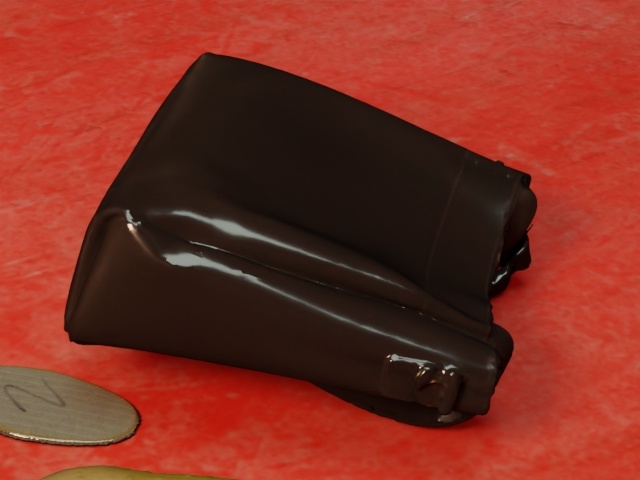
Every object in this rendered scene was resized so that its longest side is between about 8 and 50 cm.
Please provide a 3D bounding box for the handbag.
[{"bbox_3d":[0.000,0.000,1.074,0.257,0.113,0.285,15,26,3],"label":"handbag"}]

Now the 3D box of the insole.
[{"bbox_3d":[-0.192,0.085,1.008,0.188,0.004,0.064,9,32,5],"label":"insole"}]

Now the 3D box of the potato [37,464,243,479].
[{"bbox_3d":[-0.057,0.171,0.754,0.200,0.154,0.137,12,66,-1],"label":"potato"}]
